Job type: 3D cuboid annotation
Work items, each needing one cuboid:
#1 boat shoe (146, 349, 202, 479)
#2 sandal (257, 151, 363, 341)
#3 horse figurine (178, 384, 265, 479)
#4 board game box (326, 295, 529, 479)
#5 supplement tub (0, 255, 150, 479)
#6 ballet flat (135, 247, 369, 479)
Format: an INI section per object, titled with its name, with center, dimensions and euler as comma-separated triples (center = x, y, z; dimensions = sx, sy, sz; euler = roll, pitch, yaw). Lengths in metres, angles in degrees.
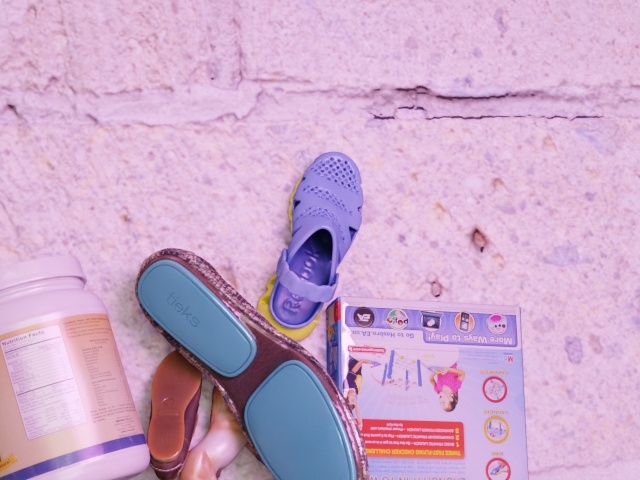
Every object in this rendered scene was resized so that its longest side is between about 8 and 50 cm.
[boat shoe]
center = -0.217, 0.257, 1.755
dimensions = 0.073, 0.073, 0.207
euler = 5, 47, 6
[sandal]
center = 0.000, 0.000, 1.863
dimensions = 0.126, 0.138, 0.317
euler = 17, 69, -8
[horse figurine]
center = -0.137, 0.331, 1.769
dimensions = 0.174, 0.066, 0.263
euler = 40, 65, -9
[board game box]
center = 0.165, 0.249, 1.863
dimensions = 0.308, 0.086, 0.302
euler = 4, 74, -14
[supplement tub]
center = -0.384, 0.201, 1.650
dimensions = 0.228, 0.228, 0.316
euler = -15, 79, -19
[ballet flat]
center = -0.077, 0.194, 1.755
dimensions = 0.164, 0.182, 0.483
euler = -47, 76, 15
